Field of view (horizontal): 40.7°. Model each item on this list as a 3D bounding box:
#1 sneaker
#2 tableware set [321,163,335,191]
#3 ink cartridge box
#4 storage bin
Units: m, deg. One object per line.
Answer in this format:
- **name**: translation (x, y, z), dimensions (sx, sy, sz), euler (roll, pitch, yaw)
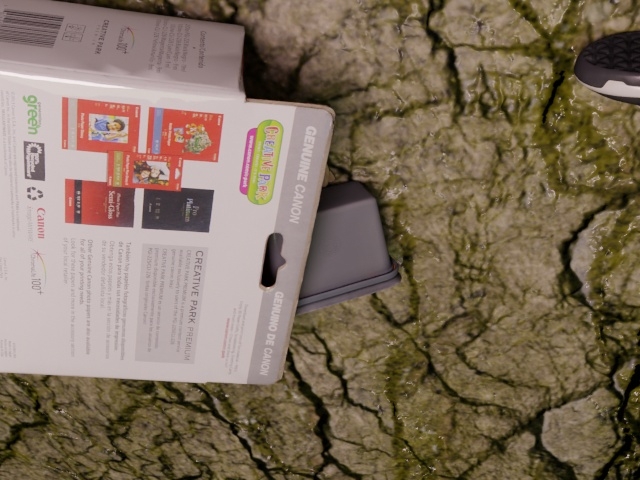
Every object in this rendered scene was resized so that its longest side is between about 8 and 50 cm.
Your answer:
- **sneaker**: translation (0.322, -0.105, 0.712), dimensions (0.235, 0.084, 0.097), euler (7, 130, 1)
- **tableware set**: translation (-0.082, -0.062, 0.831), dimensions (0.169, 0.020, 0.141), euler (-38, 121, 26)
- **ink cartridge box**: translation (-0.148, -0.027, 0.748), dimensions (0.272, 0.130, 0.309), euler (6, 127, -10)
- **storage bin**: translation (0.000, 0.000, 0.827), dimensions (0.135, 0.098, 0.091), euler (-14, 117, -12)
